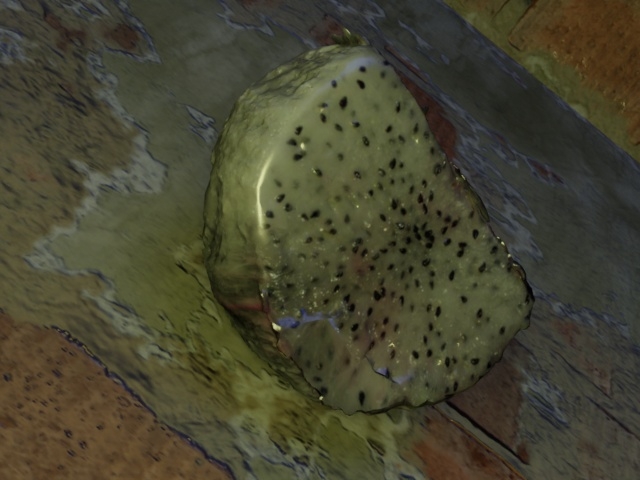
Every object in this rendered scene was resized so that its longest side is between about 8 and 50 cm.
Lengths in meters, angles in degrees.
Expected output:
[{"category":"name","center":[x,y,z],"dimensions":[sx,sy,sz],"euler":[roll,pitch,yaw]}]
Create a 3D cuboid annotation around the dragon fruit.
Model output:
[{"category":"dragon fruit","center":[0.000,0.000,0.988],"dimensions":[0.283,0.204,0.221],"euler":[57,-15,-24]}]
